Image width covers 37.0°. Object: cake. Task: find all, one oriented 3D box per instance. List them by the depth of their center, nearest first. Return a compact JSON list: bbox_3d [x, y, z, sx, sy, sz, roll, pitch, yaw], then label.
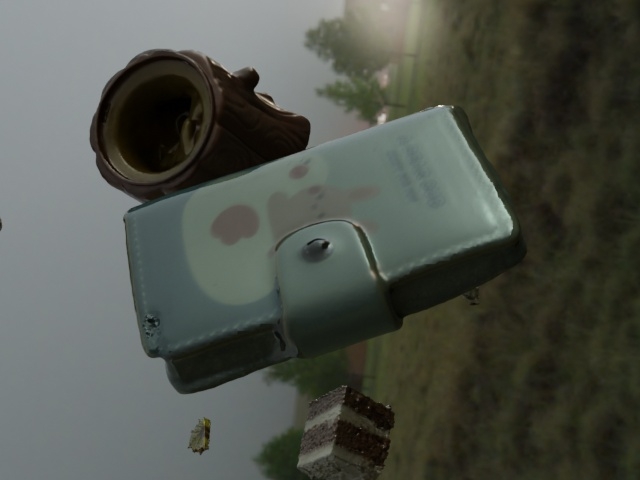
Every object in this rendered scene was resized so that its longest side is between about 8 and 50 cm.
[{"bbox_3d":[0.047,0.370,1.773,0.134,0.135,0.147,-37,30,43],"label":"cake"}]

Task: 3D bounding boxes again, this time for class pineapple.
[{"bbox_3d":[-0.217,0.355,1.718,0.045,0.019,0.083,-41,27,20],"label":"pineapple"}]

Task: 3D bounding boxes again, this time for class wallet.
[{"bbox_3d":[0.000,0.000,0.898,0.252,0.360,0.083,-108,-1,-46],"label":"wallet"}]

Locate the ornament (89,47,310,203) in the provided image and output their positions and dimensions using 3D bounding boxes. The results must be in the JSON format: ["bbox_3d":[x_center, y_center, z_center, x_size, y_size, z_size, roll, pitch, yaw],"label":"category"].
[{"bbox_3d":[-0.148,-0.103,1.146,0.217,0.235,0.221,33,-138,-65],"label":"ornament"}]

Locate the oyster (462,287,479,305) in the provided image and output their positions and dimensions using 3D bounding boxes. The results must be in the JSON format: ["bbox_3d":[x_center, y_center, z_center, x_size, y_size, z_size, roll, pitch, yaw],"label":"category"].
[{"bbox_3d":[0.058,0.054,1.022,0.106,0.199,0.061,143,121,-63],"label":"oyster"}]

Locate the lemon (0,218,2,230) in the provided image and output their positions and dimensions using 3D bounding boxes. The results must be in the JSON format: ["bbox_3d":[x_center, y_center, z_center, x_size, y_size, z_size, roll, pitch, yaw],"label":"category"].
[{"bbox_3d":[-0.502,-0.027,1.194,0.231,0.192,0.192,56,-139,-84],"label":"lemon"}]
